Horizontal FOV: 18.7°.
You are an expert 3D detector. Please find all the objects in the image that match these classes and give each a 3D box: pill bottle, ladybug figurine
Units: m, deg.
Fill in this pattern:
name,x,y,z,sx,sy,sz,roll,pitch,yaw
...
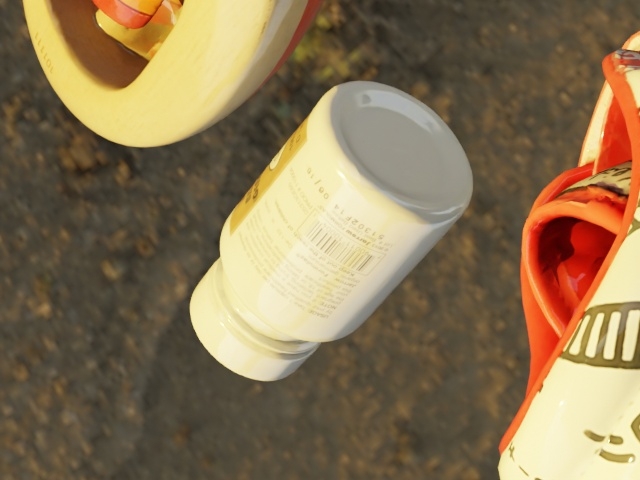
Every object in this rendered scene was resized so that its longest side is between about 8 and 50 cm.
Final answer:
name,x,y,z,sx,sy,sz,roll,pitch,yaw
pill bottle,0.000,0.000,1.443,0.131,0.131,0.229,6,140,-35
ladybug figurine,-0.100,-0.251,1.559,0.162,0.305,0.449,-17,168,-33

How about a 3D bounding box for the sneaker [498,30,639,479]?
name,x,y,z,sx,sy,sz,roll,pitch,yaw
sneaker,0.133,-0.020,0.403,0.270,0.145,0.090,-56,170,-39
